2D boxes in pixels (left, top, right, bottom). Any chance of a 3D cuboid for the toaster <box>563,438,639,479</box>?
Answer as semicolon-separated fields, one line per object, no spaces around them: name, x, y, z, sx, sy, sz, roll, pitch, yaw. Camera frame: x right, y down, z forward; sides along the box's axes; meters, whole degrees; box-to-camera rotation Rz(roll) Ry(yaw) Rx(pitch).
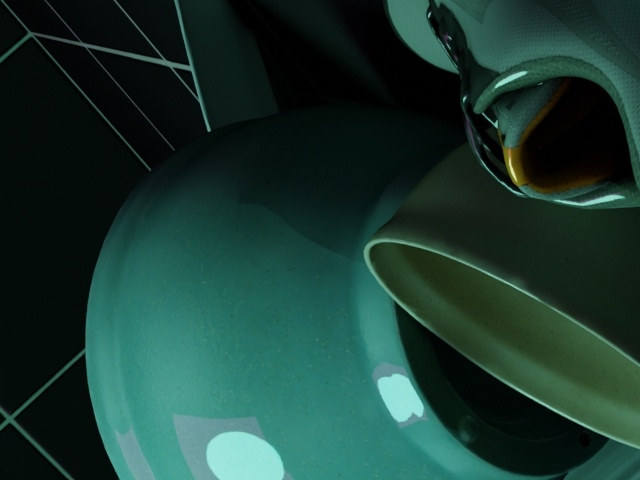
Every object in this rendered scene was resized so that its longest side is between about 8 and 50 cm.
toaster;0.153;0.140;0.967;0.227;0.146;0.129;41;169;38

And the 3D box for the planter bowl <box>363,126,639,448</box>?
planter bowl;0.115;0.003;0.582;0.162;0.109;0.162;32;168;8

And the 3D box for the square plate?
square plate;0.000;0.000;1.064;0.347;0.049;0.344;57;-169;-50

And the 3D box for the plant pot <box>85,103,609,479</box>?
plant pot;0.047;0.049;0.762;0.293;0.293;0.196;49;144;-16

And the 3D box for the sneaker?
sneaker;0.080;-0.070;0.487;0.100;0.108;0.271;49;173;-24
